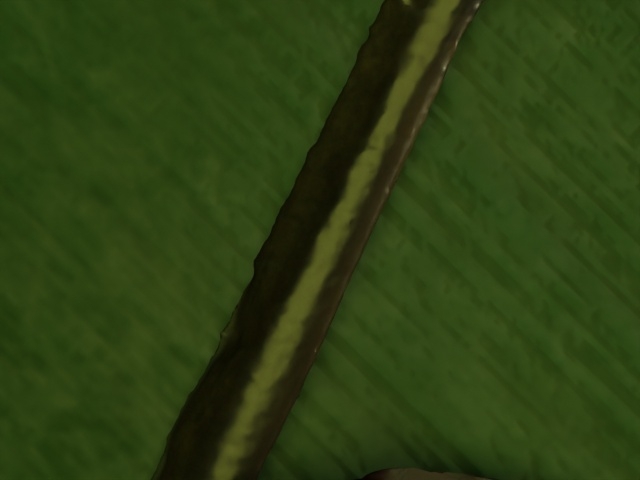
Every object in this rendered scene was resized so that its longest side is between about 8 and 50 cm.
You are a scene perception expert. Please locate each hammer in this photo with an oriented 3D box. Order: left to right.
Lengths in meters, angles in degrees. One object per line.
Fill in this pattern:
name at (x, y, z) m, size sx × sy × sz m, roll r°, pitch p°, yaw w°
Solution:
hammer at (0.000, 0.000, 0.589) m, size 0.125 × 0.027 × 0.297 m, roll 27°, pitch 94°, yaw 5°

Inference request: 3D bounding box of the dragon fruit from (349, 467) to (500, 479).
dragon fruit at (0.028, 0.151, 0.532) m, size 0.262 × 0.163 × 0.189 m, roll 10°, pitch 70°, yaw -1°
